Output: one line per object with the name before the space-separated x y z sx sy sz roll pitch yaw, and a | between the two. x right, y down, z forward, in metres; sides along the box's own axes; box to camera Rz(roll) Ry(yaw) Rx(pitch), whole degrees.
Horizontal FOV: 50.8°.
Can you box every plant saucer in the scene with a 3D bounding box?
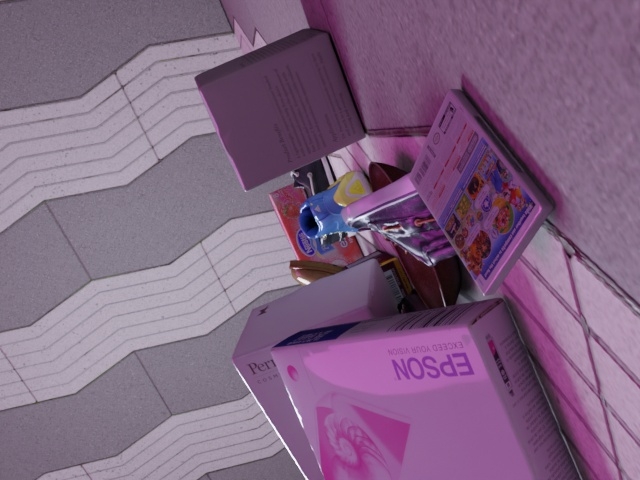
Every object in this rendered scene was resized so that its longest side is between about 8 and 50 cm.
plant saucer | 0.111 -0.004 0.766 0.198 0.036 0.199 156 90 -86

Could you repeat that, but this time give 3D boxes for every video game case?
video game case | 0.106 -0.035 0.474 0.087 0.011 0.122 111 144 -44

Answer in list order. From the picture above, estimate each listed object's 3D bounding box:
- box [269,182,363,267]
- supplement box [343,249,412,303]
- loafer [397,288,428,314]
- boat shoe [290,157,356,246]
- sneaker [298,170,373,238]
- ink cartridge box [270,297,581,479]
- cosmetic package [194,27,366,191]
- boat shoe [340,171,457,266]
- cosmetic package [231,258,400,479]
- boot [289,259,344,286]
box | 0.000 0.000 1.668 0.142 0.154 0.300 87 160 -82
supplement box | 0.103 0.084 1.178 0.188 0.080 0.104 -147 33 -85
loafer | 0.142 0.152 0.869 0.302 0.095 0.109 -121 6 -67
boat shoe | -0.017 -0.133 1.502 0.114 0.091 0.302 -171 57 -86
sneaker | 0.020 -0.051 1.141 0.240 0.126 0.091 81 165 -77
ink cartridge box | 0.113 0.239 0.718 0.324 0.071 0.330 -20 94 51
cosmetic package | -0.060 -0.187 0.938 0.151 0.183 0.151 -121 8 -67
boat shoe | 0.080 -0.014 0.621 0.083 0.065 0.183 64 158 0
cosmetic package | 0.080 0.284 1.061 0.453 0.230 0.161 61 -162 -17
boot | 0.023 0.188 1.291 0.089 0.236 0.270 -11 63 62
